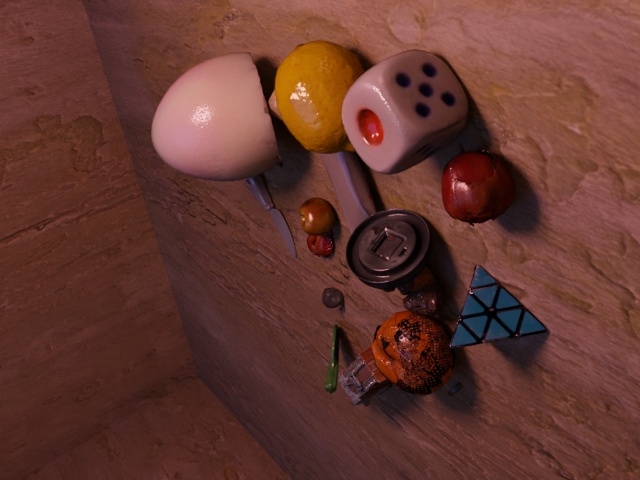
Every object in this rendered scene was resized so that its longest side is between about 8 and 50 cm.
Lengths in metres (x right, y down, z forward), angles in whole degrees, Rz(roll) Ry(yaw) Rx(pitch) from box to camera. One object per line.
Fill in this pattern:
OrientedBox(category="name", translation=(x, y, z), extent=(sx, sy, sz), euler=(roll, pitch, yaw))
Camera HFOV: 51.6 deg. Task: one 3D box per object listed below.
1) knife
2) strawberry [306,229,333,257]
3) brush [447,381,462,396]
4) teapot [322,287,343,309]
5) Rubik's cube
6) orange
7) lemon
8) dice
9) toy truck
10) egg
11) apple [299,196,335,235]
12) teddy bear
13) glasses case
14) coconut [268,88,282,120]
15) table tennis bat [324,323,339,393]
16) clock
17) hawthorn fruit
OrientedBox(category="knife", translation=(-0.156, -0.088, 2.271), extent=(0.331, 0.044, 0.080), euler=(59, 146, -5))
OrientedBox(category="strawberry", translation=(-0.003, 0.001, 2.063), extent=(0.104, 0.048, 0.152), euler=(43, 150, 28))
OrientedBox(category="brush", translation=(0.363, 0.413, 1.818), extent=(0.018, 0.021, 0.083), euler=(51, 151, 17))
OrientedBox(category="teapot", translation=(0.040, 0.188, 2.153), extent=(0.088, 0.066, 0.057), euler=(50, 180, -26))
OrientedBox(category="Rubik's cube", translation=(0.425, 0.194, 1.492), extent=(0.178, 0.211, 0.190), euler=(9, 158, 34))
OrientedBox(category="orange", translation=(0.246, 0.294, 1.742), extent=(0.234, 0.182, 0.234), euler=(26, 124, 44))
OrientedBox(category="lemon", translation=(0.013, -0.328, 1.542), extent=(0.288, 0.234, 0.233), euler=(58, 153, 1))
OrientedBox(category="dice", translation=(0.171, -0.261, 1.363), extent=(0.194, 0.192, 0.193), euler=(57, 151, 9))
OrientedBox(category="toy truck", translation=(0.155, 0.404, 2.019), extent=(0.136, 0.162, 0.305), euler=(54, 152, 16))
OrientedBox(category="egg", translation=(-0.311, -0.329, 1.883), extent=(0.354, 0.340, 0.354), euler=(164, 90, -86))
OrientedBox(category="apple", translation=(-0.012, -0.070, 1.952), extent=(0.099, 0.102, 0.114), euler=(-13, 95, 61))
OrientedBox(category="teddy bear", translation=(0.236, 0.110, 1.669), extent=(0.190, 0.140, 0.177), euler=(51, -178, 5))
OrientedBox(category="glasses case", translation=(0.077, -0.169, 1.733), extent=(0.128, 0.083, 0.308), euler=(-8, 107, 56))
OrientedBox(category="coconut", translation=(-0.069, -0.381, 1.766), extent=(0.116, 0.122, 0.116), euler=(22, 165, 6))
OrientedBox(category="table tennis bat", translation=(0.046, 0.392, 2.181), extent=(0.257, 0.039, 0.160), euler=(-79, -12, -50))
OrientedBox(category="clock", translation=(0.167, 0.020, 1.606), extent=(0.215, 0.215, 0.042), euler=(35, 168, 42))
OrientedBox(category="hawthorn fruit", translation=(0.308, -0.116, 1.319), extent=(0.148, 0.148, 0.171), euler=(148, 113, -63))
